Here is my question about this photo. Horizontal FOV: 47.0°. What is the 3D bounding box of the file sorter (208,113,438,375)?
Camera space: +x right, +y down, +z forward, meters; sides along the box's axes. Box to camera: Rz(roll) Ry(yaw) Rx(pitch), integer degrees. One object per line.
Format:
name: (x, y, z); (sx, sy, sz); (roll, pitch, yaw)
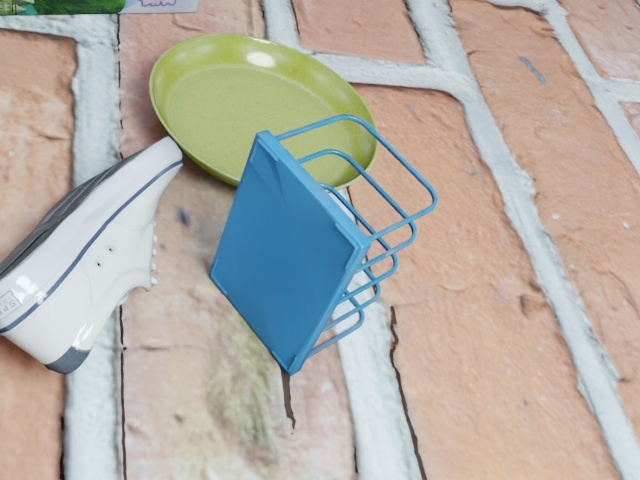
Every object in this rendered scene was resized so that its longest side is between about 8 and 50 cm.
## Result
file sorter: (0.000, 0.000, 0.594); (0.104, 0.170, 0.118); (-26, 64, -38)

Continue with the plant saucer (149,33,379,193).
plant saucer: (-0.058, -0.125, 0.756); (0.240, 0.037, 0.241); (13, 46, -14)

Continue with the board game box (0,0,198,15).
board game box: (-0.251, -0.363, 0.703); (0.317, 0.319, 0.066); (-11, 58, -27)

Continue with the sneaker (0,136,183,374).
sneaker: (-0.172, 0.005, 0.592); (0.091, 0.094, 0.258); (56, 33, -21)
